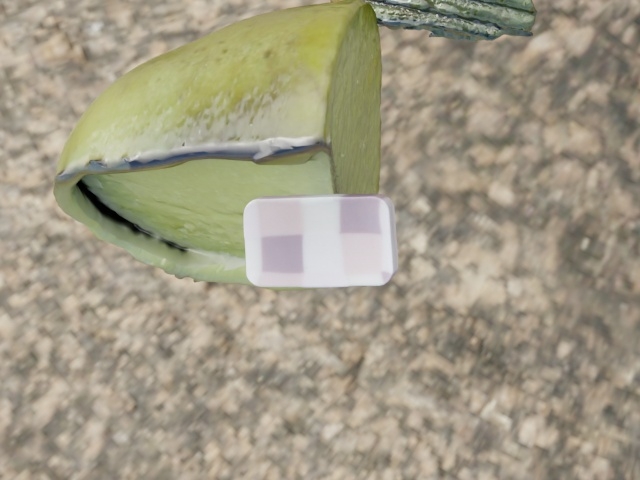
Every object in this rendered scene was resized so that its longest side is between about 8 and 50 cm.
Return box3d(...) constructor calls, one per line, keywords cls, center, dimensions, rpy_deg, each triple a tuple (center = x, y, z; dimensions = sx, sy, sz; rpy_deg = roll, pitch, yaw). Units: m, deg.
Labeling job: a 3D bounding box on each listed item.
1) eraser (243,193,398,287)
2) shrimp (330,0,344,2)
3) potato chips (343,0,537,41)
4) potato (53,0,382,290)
box3d(cls="eraser", center=(0.000, 0.000, 1.108), dimensions=(0.105, 0.026, 0.065), rpy_deg=(-2, 96, 12))
box3d(cls="shrimp", center=(0.004, -0.333, 1.723), dimensions=(0.164, 0.317, 0.062), rpy_deg=(40, 82, 8))
box3d(cls="potato chips", center=(0.112, -0.242, 1.565), dimensions=(0.208, 0.028, 0.092), rpy_deg=(9, 128, 14))
box3d(cls="potato", center=(-0.090, -0.105, 1.471), dimensions=(0.280, 0.330, 0.212), rpy_deg=(2, 66, 11))
